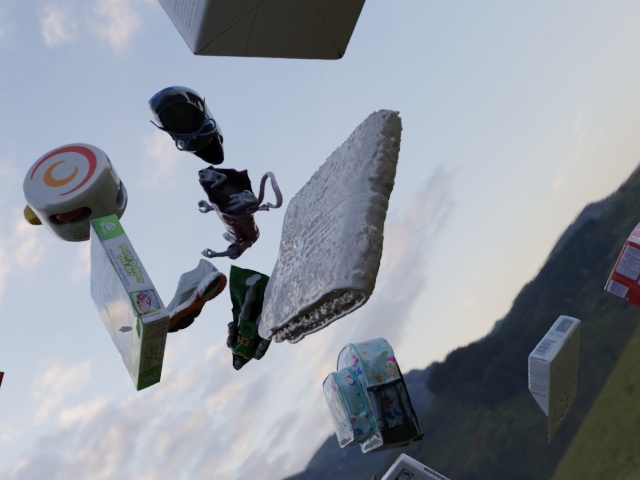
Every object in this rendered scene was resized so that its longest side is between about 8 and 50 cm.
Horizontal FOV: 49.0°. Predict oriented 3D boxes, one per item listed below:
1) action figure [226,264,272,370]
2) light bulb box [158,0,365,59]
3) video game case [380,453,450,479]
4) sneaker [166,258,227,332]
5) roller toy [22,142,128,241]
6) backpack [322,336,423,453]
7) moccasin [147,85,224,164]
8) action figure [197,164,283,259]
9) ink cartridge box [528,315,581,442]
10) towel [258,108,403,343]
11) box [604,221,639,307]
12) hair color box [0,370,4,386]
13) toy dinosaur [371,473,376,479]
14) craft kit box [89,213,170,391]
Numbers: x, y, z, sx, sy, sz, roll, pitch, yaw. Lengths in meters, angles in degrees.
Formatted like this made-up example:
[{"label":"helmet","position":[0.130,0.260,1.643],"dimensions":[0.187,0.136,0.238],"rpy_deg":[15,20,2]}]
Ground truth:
[{"label":"action figure","position":[-0.129,0.160,1.310],"dimensions":[0.063,0.137,0.232],"rpy_deg":[-60,-8,-52]},{"label":"light bulb box","position":[-0.087,-0.472,0.864],"dimensions":[0.225,0.361,0.358],"rpy_deg":[-7,-41,-35]},{"label":"video game case","position":[0.207,0.571,1.478],"dimensions":[0.227,0.206,0.026],"rpy_deg":[-61,-1,30]},{"label":"sneaker","position":[-0.407,0.167,2.136],"dimensions":[0.262,0.121,0.099],"rpy_deg":[-42,-32,-2]},{"label":"roller toy","position":[-0.524,-0.097,1.514],"dimensions":[0.209,0.191,0.146],"rpy_deg":[-50,-30,-24]},{"label":"backpack","position":[0.111,0.361,1.648],"dimensions":[0.190,0.254,0.225],"rpy_deg":[-5,-21,-13]},{"label":"moccasin","position":[-0.307,-0.282,1.760],"dimensions":[0.137,0.117,0.342],"rpy_deg":[-31,-15,10]},{"label":"action figure","position":[-0.242,-0.083,2.101],"dimensions":[0.275,0.248,0.370],"rpy_deg":[-15,-30,-2]},{"label":"ink cartridge box","position":[0.541,0.319,1.627],"dimensions":[0.189,0.066,0.233],"rpy_deg":[-35,-49,-43]},{"label":"towel","position":[0.000,0.000,0.723],"dimensions":[0.282,0.049,0.187],"rpy_deg":[138,147,-63]},{"label":"box","position":[0.708,0.081,1.359],"dimensions":[0.122,0.256,0.128],"rpy_deg":[-32,-39,-46]},{"label":"hair color box","position":[-0.919,0.346,1.809],"dimensions":[0.093,0.167,0.054],"rpy_deg":[68,-148,-73]},{"label":"toy dinosaur","position":[-0.047,0.419,0.934],"dimensions":[0.314,0.121,0.160],"rpy_deg":[-60,7,-3]},{"label":"craft kit box","position":[-0.368,0.121,1.329],"dimensions":[0.060,0.247,0.250],"rpy_deg":[-16,-31,-28]}]
